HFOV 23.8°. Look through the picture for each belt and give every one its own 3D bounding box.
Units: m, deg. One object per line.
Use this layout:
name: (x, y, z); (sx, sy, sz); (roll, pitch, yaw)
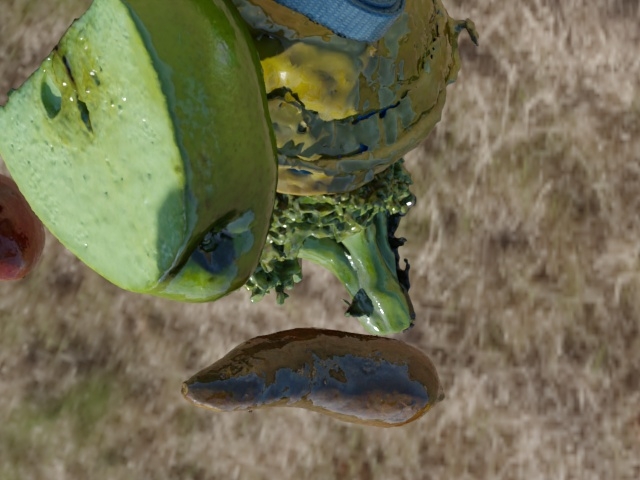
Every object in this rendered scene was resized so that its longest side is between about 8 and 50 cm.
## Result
belt: (-0.014, -0.229, 1.227); (0.179, 0.100, 0.065); (22, 139, -21)

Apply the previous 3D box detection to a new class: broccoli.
broccoli: (-0.012, -0.008, 1.627); (0.242, 0.180, 0.273); (-22, 87, 36)

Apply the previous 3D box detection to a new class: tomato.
tomato: (-0.368, -0.029, 1.688); (0.155, 0.155, 0.069); (26, 121, -11)

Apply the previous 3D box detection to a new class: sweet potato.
sweet potato: (-0.008, 0.131, 1.478); (0.292, 0.097, 0.097); (6, 134, -31)

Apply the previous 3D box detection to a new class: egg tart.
egg tart: (-0.021, -0.235, 1.494); (0.388, 0.388, 0.169); (24, 147, -10)

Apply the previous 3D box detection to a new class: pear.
pear: (-0.125, -0.078, 1.279); (0.292, 0.159, 0.292); (22, 120, 43)
